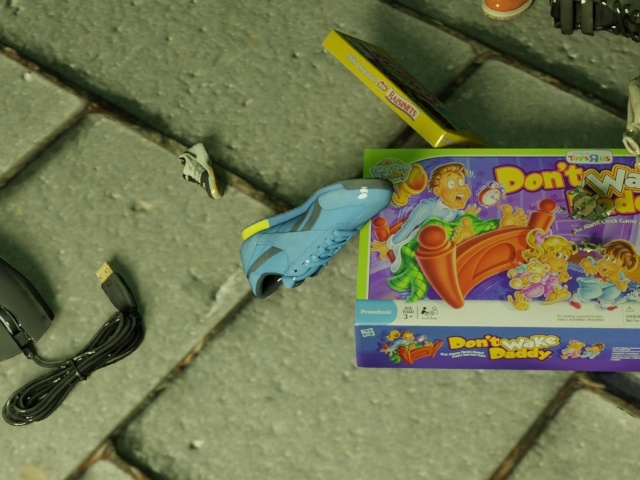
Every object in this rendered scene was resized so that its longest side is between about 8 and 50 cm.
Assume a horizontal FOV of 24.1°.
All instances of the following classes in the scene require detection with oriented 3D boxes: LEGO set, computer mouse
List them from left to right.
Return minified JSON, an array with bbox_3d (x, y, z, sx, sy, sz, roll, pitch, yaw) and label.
[{"bbox_3d":[-0.305,0.054,1.548,0.184,0.060,0.262,-33,56,-19],"label":"computer mouse"},{"bbox_3d":[0.264,-0.022,1.490,0.054,0.023,0.083,15,67,19],"label":"LEGO set"}]

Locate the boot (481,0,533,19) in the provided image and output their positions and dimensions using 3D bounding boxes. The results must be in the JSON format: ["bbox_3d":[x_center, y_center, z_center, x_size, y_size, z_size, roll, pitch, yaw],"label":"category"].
[{"bbox_3d":[0.242,-0.335,1.803,0.059,0.084,0.158,26,59,21],"label":"boot"}]

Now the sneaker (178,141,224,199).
[{"bbox_3d":[-0.133,-0.071,1.659,0.037,0.032,0.083,-26,48,1],"label":"sneaker"}]

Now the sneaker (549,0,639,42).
[{"bbox_3d":[0.352,-0.253,1.720,0.147,0.104,0.295,-17,46,-7],"label":"sneaker"}]

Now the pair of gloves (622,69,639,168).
[{"bbox_3d":[0.400,-0.086,1.523,0.240,0.042,0.204,44,40,-11],"label":"pair of gloves"}]

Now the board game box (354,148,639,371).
[{"bbox_3d":[0.213,0.016,1.524,0.347,0.078,0.233,0,51,5],"label":"board game box"}]

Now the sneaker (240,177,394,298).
[{"bbox_3d":[0.000,0.000,1.507,0.069,0.209,0.082,11,63,-43],"label":"sneaker"}]

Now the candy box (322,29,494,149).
[{"bbox_3d":[0.097,-0.161,1.670,0.206,0.105,0.027,46,108,32],"label":"candy box"}]
